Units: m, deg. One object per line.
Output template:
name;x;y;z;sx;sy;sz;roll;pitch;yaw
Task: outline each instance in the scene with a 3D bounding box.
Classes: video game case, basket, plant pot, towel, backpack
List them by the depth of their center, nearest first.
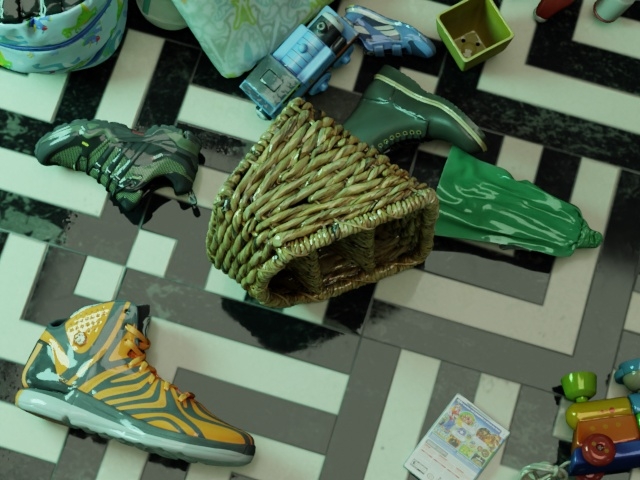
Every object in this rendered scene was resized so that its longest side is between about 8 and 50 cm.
basket;0.000;0.000;1.732;0.223;0.299;0.213;35;78;9
video game case;0.178;0.273;1.807;0.087;0.011;0.122;37;78;10
towel;-0.060;-0.444;1.846;0.374;0.320;0.090;-41;38;-8
backpack;-0.377;-0.403;1.887;0.290;0.273;0.355;-5;53;-4
plant pot;0.211;-0.283;1.923;0.081;0.083;0.081;-29;77;-7

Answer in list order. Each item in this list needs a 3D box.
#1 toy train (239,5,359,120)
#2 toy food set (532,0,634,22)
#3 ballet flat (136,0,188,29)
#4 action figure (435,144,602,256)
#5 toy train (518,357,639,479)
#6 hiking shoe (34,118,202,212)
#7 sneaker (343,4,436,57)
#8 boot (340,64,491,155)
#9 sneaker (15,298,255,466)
toy train;-0.026;-0.240;1.889;0.080;0.105;0.184;44;92;10
toy food set;0.350;-0.370;1.960;0.232;0.104;0.111;20;61;-13
ballet flat;-0.107;-0.459;1.934;0.139;0.139;0.400;41;82;10
action figure;0.268;-0.031;1.865;0.232;0.063;0.137;18;73;9
toy train;0.337;0.234;1.778;0.248;0.105;0.143;-7;64;-2
hiking shoe;-0.276;-0.098;1.869;0.227;0.086;0.114;1;71;-1
sneaker;0.092;-0.279;1.940;0.144;0.053;0.059;22;77;13
boot;0.120;-0.137;1.884;0.198;0.077;0.137;35;81;32
sneaker;-0.221;0.175;1.774;0.321;0.124;0.180;17;76;4
